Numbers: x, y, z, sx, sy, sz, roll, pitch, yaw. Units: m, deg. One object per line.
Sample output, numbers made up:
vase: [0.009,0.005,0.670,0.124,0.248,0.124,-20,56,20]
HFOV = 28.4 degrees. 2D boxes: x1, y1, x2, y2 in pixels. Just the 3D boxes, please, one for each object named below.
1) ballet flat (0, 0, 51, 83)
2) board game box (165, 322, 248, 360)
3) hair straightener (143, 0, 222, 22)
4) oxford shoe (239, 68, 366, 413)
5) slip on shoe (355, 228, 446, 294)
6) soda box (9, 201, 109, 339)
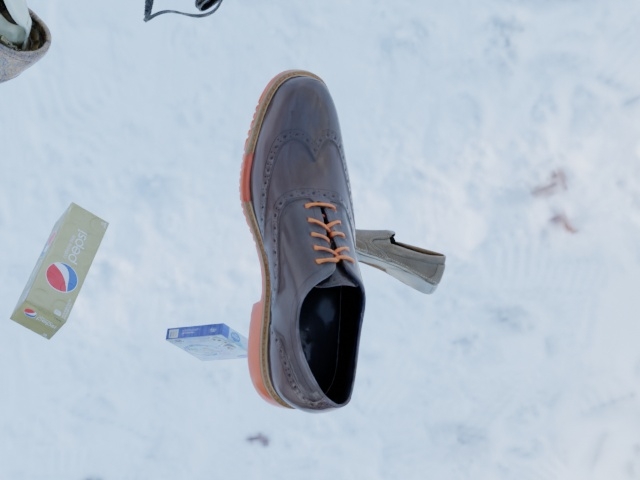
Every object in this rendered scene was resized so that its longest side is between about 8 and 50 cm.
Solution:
ballet flat: [-0.375,-0.275,1.239,0.106,0.107,0.316,-11,147,26]
board game box: [-0.144,0.136,1.686,0.090,0.020,0.090,-7,153,28]
hair straightener: [-0.089,-0.262,1.245,0.230,0.047,0.089,-26,127,36]
oxford shoe: [0.000,0.000,0.987,0.097,0.098,0.271,-4,93,-30]
slip on shoe: [0.061,0.006,1.259,0.135,0.051,0.041,28,105,13]
soda box: [-0.345,0.039,1.685,0.061,0.181,0.058,31,137,-17]
